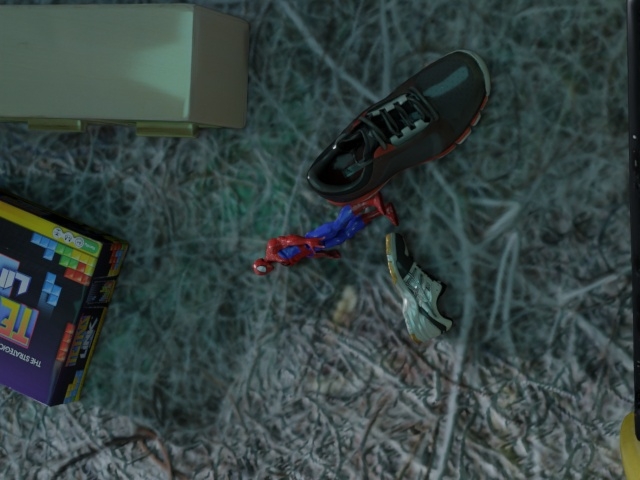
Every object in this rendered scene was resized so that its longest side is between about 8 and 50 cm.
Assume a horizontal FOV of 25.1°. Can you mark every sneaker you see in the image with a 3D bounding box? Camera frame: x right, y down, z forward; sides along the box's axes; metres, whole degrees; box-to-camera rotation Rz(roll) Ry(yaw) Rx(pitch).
[{"bbox_3d":[0.072,0.031,1.048,0.037,0.032,0.083,-19,89,6],"label":"sneaker"},{"bbox_3d":[0.055,-0.077,1.030,0.158,0.065,0.061,-42,77,17],"label":"sneaker"}]

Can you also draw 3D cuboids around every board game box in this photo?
[{"bbox_3d":[-0.256,0.037,1.160,0.170,0.048,0.141,21,97,19],"label":"board game box"}]

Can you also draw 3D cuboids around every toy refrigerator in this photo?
[{"bbox_3d":[-0.198,-0.129,1.107,0.269,0.102,0.094,3,92,20],"label":"toy refrigerator"}]

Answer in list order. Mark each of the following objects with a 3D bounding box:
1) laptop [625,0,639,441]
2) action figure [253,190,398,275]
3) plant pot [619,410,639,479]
[{"bbox_3d":[0.368,0.009,0.719,0.236,0.382,0.408,28,139,43],"label":"laptop"},{"bbox_3d":[0.000,0.000,1.067,0.115,0.038,0.030,-22,66,19],"label":"action figure"},{"bbox_3d":[0.299,0.195,0.876,0.212,0.187,0.212,-18,85,20],"label":"plant pot"}]
